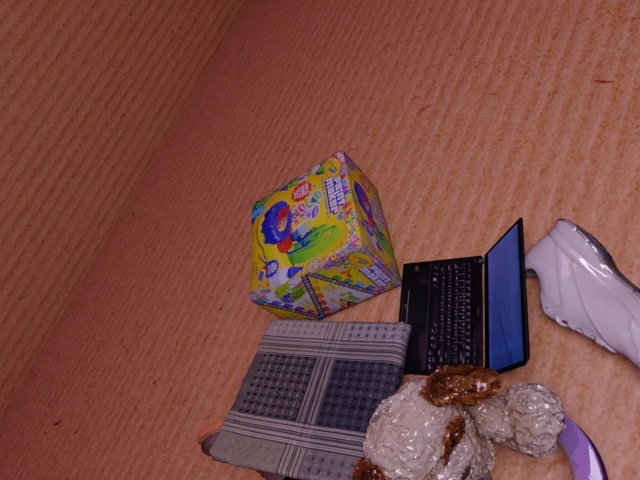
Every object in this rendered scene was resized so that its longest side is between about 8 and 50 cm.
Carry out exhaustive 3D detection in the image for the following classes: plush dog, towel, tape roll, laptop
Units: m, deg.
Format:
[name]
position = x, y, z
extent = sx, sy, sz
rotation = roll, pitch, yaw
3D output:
[plush dog]
position = 0.147, 0.248, 0.530
extent = 0.211, 0.225, 0.262
rotation = 33, 88, 46
[towel]
position = -0.012, 0.281, 0.771
extent = 0.325, 0.056, 0.312
rotation = -3, 43, 28
[tape roll]
position = 0.292, 0.323, 0.587
extent = 0.189, 0.080, 0.188
rotation = -21, 52, 29
[laptop]
position = 0.233, 0.110, 0.730
extent = 0.265, 0.137, 0.234
rotation = -9, 58, 35

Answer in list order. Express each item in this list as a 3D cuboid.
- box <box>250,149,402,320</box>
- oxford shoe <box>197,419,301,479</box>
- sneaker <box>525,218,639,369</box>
[box]
position = 0.000, 0.000, 0.957
extent = 0.279, 0.177, 0.289
rotation = -28, 46, 22
[oxford shoe]
position = -0.108, 0.422, 0.820
extent = 0.364, 0.130, 0.132
rotation = -18, 57, 29
[sneaker]
position = 0.421, 0.103, 0.625
extent = 0.129, 0.111, 0.296
rotation = -48, 38, 27
